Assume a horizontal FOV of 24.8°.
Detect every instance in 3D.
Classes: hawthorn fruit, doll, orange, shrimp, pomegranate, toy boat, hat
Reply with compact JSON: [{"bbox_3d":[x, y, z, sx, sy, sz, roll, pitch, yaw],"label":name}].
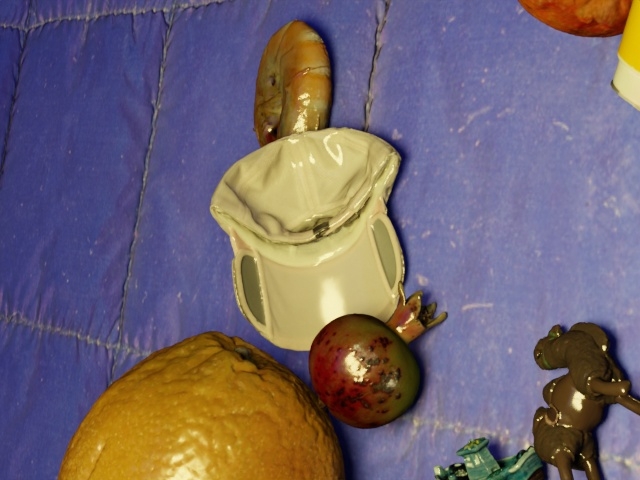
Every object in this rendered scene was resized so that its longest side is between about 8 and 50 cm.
[{"bbox_3d":[0.254,-0.274,1.373,0.179,0.173,0.174,146,129,-75],"label":"hawthorn fruit"},{"bbox_3d":[0.239,0.149,1.354,0.139,0.057,0.165,-67,30,18],"label":"doll"},{"bbox_3d":[-0.131,0.281,1.586,0.322,0.322,0.357,25,105,52],"label":"orange"},{"bbox_3d":[-0.045,-0.128,1.786,0.152,0.063,0.287,-4,79,53],"label":"shrimp"},{"bbox_3d":[0.060,0.126,1.538,0.159,0.129,0.129,-42,50,27],"label":"pomegranate"},{"bbox_3d":[0.160,0.223,1.427,0.137,0.060,0.061,-29,88,53],"label":"toy boat"},{"bbox_3d":[0.000,0.000,1.666,0.164,0.219,0.226,-91,-12,-73],"label":"hat"}]

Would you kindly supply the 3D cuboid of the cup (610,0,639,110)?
[{"bbox_3d":[0.352,-0.233,1.207,0.196,0.196,0.280,47,125,47],"label":"cup"}]
